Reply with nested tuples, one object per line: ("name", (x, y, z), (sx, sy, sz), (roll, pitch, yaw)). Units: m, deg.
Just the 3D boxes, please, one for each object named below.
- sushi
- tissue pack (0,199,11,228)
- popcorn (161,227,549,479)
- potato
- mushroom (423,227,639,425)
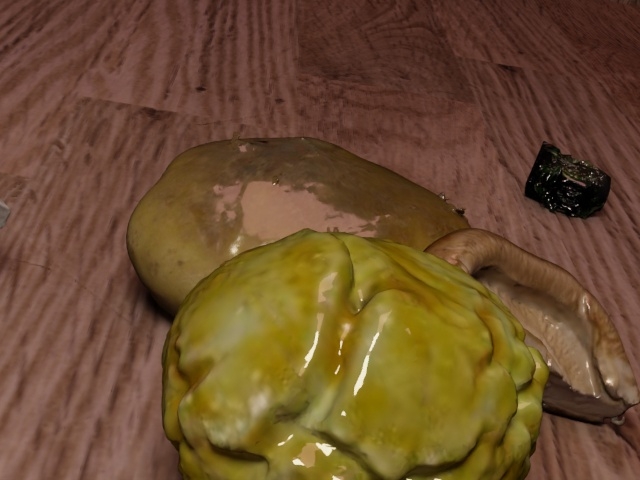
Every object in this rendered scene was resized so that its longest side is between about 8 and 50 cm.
("sushi", (0.275, -0.061, 1.205), (0.083, 0.056, 0.084), (21, 24, 3))
("tissue pack", (-0.376, -0.035, 0.791), (0.229, 0.145, 0.159), (29, -3, 32))
("popcorn", (0.019, 0.089, 0.627), (0.221, 0.183, 0.204), (7, 31, -14))
("potato", (0.000, 0.000, 0.853), (0.296, 0.141, 0.191), (11, 28, -8))
("mushroom", (0.144, 0.055, 0.782), (0.210, 0.094, 0.072), (28, -22, -24))
